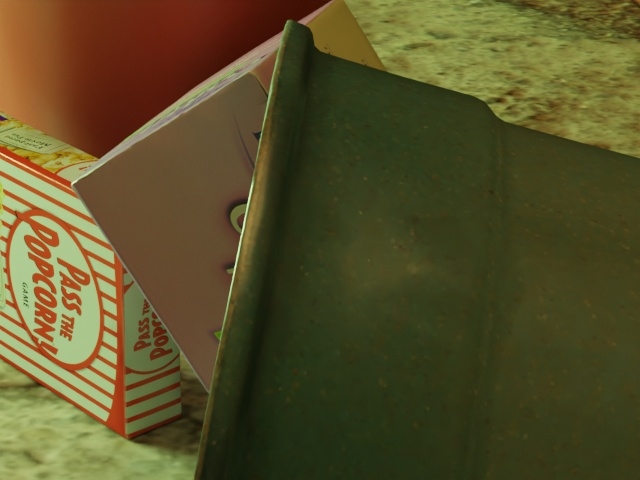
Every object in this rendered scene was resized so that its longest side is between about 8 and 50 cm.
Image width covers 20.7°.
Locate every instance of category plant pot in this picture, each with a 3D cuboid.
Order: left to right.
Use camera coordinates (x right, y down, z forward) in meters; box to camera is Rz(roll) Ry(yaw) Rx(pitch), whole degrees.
[{"bbox_3d":[-0.115,-0.113,1.243,0.275,0.243,0.275,1,24,0],"label":"plant pot"},{"bbox_3d":[0.119,0.108,0.697,0.334,0.341,0.341,10,24,0],"label":"plant pot"}]

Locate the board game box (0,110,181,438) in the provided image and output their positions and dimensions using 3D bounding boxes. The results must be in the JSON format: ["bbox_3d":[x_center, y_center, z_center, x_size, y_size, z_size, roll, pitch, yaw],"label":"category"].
[{"bbox_3d":[-0.161,0.016,1.071,0.045,0.146,0.193,-20,31,-39],"label":"board game box"}]

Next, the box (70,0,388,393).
[{"bbox_3d":[0.000,0.000,0.973,0.117,0.213,0.243,-30,9,17],"label":"box"}]
